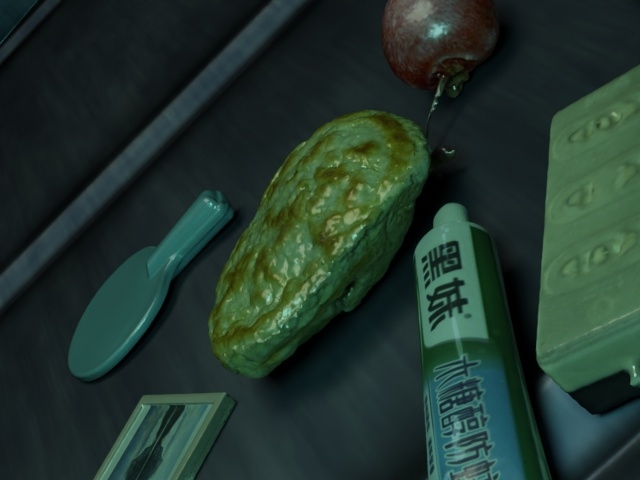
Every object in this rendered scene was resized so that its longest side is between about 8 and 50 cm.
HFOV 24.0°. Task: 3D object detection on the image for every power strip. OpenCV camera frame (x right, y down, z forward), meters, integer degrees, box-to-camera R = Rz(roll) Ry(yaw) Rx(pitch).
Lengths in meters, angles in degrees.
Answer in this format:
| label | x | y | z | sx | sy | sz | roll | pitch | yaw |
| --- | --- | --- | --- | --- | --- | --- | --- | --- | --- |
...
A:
| label | x | y | z | sx | sy | sz | roll | pitch | yaw |
| --- | --- | --- | --- | --- | --- | --- | --- | --- | --- |
| power strip | 0.196 | -0.009 | 0.950 | 0.105 | 0.070 | 0.257 | -31 | 31 | 34 |

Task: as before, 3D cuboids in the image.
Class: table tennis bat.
| label | x | y | z | sx | sy | sz | roll | pitch | yaw |
| --- | --- | --- | --- | --- | --- | --- | --- | --- | --- |
| table tennis bat | -0.176 | 0.043 | 1.518 | 0.244 | 0.040 | 0.153 | -47 | 26 | 14 |

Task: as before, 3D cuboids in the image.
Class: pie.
| label | x | y | z | sx | sy | sz | roll | pitch | yaw |
| --- | --- | --- | --- | --- | --- | --- | --- | --- | --- |
| pie | 0.000 | 0.000 | 1.229 | 0.248 | 0.090 | 0.201 | -52 | 24 | 5 |

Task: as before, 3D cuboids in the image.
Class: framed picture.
| label | x | y | z | sx | sy | sz | roll | pitch | yaw |
| --- | --- | --- | --- | --- | --- | --- | --- | --- | --- |
| framed picture | -0.161 | 0.216 | 1.272 | 0.150 | 0.015 | 0.203 | -8 | 46 | 55 |

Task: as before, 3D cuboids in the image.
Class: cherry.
| label | x | y | z | sx | sy | sz | roll | pitch | yaw |
| --- | --- | --- | --- | --- | --- | --- | --- | --- | --- |
| cherry | 0.108 | -0.151 | 1.292 | 0.107 | 0.090 | 0.225 | -22 | 51 | 18 |

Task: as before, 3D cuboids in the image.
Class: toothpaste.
| label | x | y | z | sx | sy | sz | roll | pitch | yaw |
| --- | --- | --- | --- | --- | --- | --- | --- | --- | --- |
| toothpaste | 0.098 | 0.099 | 0.966 | 0.099 | 0.061 | 0.392 | -35 | 30 | 23 |
